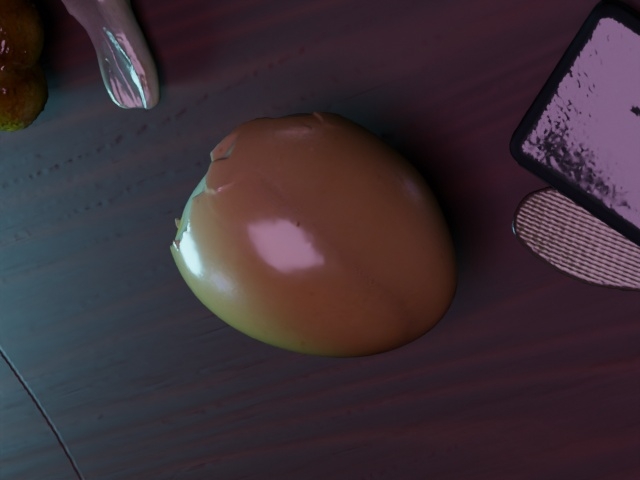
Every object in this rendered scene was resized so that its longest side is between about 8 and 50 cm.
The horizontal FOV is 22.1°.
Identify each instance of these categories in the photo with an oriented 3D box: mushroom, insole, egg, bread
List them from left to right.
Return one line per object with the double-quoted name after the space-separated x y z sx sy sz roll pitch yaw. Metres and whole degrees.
-0.320 -0.267 1.493 0.124 0.084 0.344 3 107 35 "bread"
-0.199 -0.211 1.490 0.059 0.054 0.202 -20 101 31 "mushroom"
0.000 0.000 1.378 0.244 0.201 0.201 29 113 11 "egg"
0.281 0.015 1.374 0.253 0.005 0.086 21 111 16 "insole"

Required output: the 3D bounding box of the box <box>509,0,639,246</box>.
0.282 -0.072 1.323 0.230 0.050 0.160 36 112 11 "box"
